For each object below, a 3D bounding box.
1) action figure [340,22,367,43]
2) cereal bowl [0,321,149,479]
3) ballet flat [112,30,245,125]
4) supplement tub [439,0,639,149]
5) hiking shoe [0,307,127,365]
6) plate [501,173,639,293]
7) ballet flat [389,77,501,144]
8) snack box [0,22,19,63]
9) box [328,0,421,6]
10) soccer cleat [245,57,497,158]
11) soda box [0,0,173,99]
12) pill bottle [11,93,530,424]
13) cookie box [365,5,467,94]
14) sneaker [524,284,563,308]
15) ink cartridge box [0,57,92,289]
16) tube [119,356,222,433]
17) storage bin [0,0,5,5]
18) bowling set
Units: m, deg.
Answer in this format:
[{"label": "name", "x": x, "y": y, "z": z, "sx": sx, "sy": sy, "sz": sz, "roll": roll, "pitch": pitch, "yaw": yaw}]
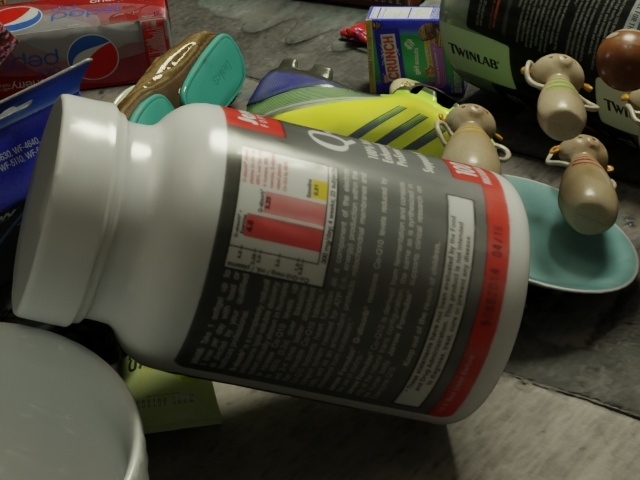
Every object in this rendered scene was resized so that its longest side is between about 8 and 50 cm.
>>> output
[{"label": "action figure", "x": 0.070, "y": -0.239, "z": 1.892, "sx": 0.115, "sy": 0.030, "sz": 0.038, "roll": 14, "pitch": 32, "yaw": 36}, {"label": "cereal bowl", "x": -0.282, "y": 0.207, "z": 1.144, "sx": 0.339, "sy": 0.141, "sz": 0.339, "roll": -4, "pitch": 33, "yaw": 3}, {"label": "ballet flat", "x": -0.182, "y": -0.118, "z": 1.683, "sx": 0.124, "sy": 0.116, "sz": 0.342, "roll": -15, "pitch": 27, "yaw": 24}, {"label": "supplement tub", "x": 0.305, "y": -0.211, "z": 1.648, "sx": 0.207, "sy": 0.207, "sz": 0.338, "roll": -30, "pitch": 39, "yaw": -33}, {"label": "hiking shoe", "x": -0.254, "y": 0.099, "z": 1.371, "sx": 0.227, "sy": 0.086, "sz": 0.114, "roll": -22, "pitch": 11, "yaw": -5}, {"label": "plate", "x": 0.193, "y": -0.001, "z": 1.443, "sx": 0.188, "sy": 0.024, "sz": 0.188, "roll": 13, "pitch": 31, "yaw": -8}, {"label": "ballet flat", "x": 0.133, "y": -0.141, "z": 1.708, "sx": 0.057, "sy": 0.049, "sz": 0.173, "roll": -25, "pitch": 37, "yaw": -26}, {"label": "snack box", "x": -0.452, "y": -0.182, "z": 1.756, "sx": 0.207, "sy": 0.070, "sz": 0.174, "roll": -51, "pitch": 46, "yaw": -7}, {"label": "box", "x": -0.038, "y": -0.419, "z": 2.043, "sx": 0.381, "sy": 0.191, "sz": 0.143, "roll": 11, "pitch": 36, "yaw": 22}, {"label": "soccer cleat", "x": 0.046, "y": -0.101, "z": 1.641, "sx": 0.289, "sy": 0.093, "sz": 0.121, "roll": 17, "pitch": 72, "yaw": 33}, {"label": "soda box", "x": -0.304, "y": -0.228, "z": 1.879, "sx": 0.263, "sy": 0.083, "sz": 0.092, "roll": -7, "pitch": 34, "yaw": -3}, {"label": "pill bottle", "x": -0.041, "y": 0.011, "z": 1.245, "sx": 0.363, "sy": 0.210, "sz": 0.210, "roll": 13, "pitch": 29, "yaw": -16}, {"label": "cookie box", "x": 0.107, "y": -0.210, "z": 1.783, "sx": 0.107, "sy": 0.091, "sz": 0.040, "roll": 2, "pitch": 30, "yaw": 13}, {"label": "sneaker", "x": 0.189, "y": 0.032, "z": 1.448, "sx": 0.069, "sy": 0.038, "sz": 0.098, "roll": 17, "pitch": 42, "yaw": 23}, {"label": "ink cartridge box", "x": -0.288, "y": -0.020, "z": 1.367, "sx": 0.165, "sy": 0.332, "sz": 0.065, "roll": -32, "pitch": 81, "yaw": -35}, {"label": "tube", "x": -0.134, "y": 0.083, "z": 1.396, "sx": 0.070, "sy": 0.062, "sz": 0.240, "roll": -42, "pitch": 30, "yaw": 23}, {"label": "storage bin", "x": -0.430, "y": -0.276, "z": 1.941, "sx": 0.098, "sy": 0.135, "sz": 0.091, "roll": -7, "pitch": 43, "yaw": -4}, {"label": "bowling set", "x": 0.263, "y": -0.109, "z": 1.451, "sx": 0.287, "sy": 0.199, "sz": 0.154, "roll": 20, "pitch": 28, "yaw": -5}]
